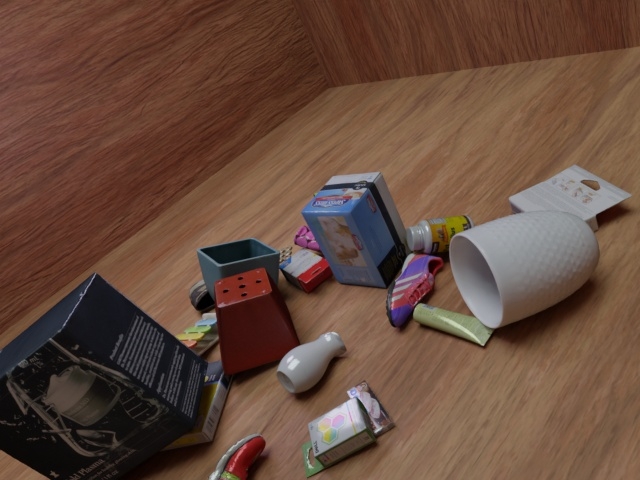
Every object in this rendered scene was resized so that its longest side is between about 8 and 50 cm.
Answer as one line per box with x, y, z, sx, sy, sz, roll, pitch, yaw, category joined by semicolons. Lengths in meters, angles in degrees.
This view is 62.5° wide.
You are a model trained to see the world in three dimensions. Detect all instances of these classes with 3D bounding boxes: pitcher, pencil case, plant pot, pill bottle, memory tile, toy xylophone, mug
-0.045;0.374;1.631;0.207;0.125;0.178;-35;7;-34;pitcher
0.000;0.000;2.136;0.209;0.095;0.098;17;82;14;pencil case
-0.239;0.251;1.796;0.267;0.235;0.267;-17;27;-7;plant pot
0.408;-0.018;1.800;0.215;0.117;0.117;-7;28;-6;pill bottle
-0.195;0.073;2.338;0.148;0.012;0.113;-20;29;14;memory tile
-0.510;0.385;1.969;0.236;0.081;0.323;-12;17;29;toy xylophone
0.561;0.061;1.494;0.328;0.276;0.374;-19;-2;-8;mug
-0.308;0.156;2.019;0.247;0.252;0.248;-12;19;-30;plant pot

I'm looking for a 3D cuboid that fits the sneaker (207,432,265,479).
-0.224;0.641;1.380;0.118;0.107;0.279;22;56;32;sneaker

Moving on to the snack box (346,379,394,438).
0.133;0.454;1.429;0.064;0.022;0.178;-32;29;-5;snack box

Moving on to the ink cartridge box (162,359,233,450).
-0.455;0.543;1.738;0.307;0.072;0.303;-16;31;17;ink cartridge box

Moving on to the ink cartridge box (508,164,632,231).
0.814;-0.120;1.739;0.261;0.066;0.296;-26;29;2;ink cartridge box

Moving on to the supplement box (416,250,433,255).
0.386;0.008;1.904;0.083;0.056;0.083;-35;29;-14;supplement box

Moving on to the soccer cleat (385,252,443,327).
0.302;0.152;1.697;0.116;0.108;0.318;-2;35;32;soccer cleat

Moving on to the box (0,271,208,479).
-0.683;0.438;1.568;0.480;0.472;0.297;-37;23;15;box

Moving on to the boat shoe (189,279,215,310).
-0.387;0.189;2.219;0.355;0.132;0.130;-34;38;6;boat shoe

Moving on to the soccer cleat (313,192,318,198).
0.040;-0.159;2.467;0.121;0.093;0.289;-2;18;-18;soccer cleat

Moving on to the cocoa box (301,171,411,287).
0.137;-0.034;1.880;0.231;0.347;0.228;2;41;42;cocoa box

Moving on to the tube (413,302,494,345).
0.385;0.241;1.534;0.240;0.062;0.070;11;85;43;tube

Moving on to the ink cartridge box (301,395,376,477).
0.030;0.507;1.364;0.209;0.062;0.109;-32;30;7;ink cartridge box

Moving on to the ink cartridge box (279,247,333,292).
-0.049;0.121;2.065;0.134;0.078;0.231;-37;29;-17;ink cartridge box
